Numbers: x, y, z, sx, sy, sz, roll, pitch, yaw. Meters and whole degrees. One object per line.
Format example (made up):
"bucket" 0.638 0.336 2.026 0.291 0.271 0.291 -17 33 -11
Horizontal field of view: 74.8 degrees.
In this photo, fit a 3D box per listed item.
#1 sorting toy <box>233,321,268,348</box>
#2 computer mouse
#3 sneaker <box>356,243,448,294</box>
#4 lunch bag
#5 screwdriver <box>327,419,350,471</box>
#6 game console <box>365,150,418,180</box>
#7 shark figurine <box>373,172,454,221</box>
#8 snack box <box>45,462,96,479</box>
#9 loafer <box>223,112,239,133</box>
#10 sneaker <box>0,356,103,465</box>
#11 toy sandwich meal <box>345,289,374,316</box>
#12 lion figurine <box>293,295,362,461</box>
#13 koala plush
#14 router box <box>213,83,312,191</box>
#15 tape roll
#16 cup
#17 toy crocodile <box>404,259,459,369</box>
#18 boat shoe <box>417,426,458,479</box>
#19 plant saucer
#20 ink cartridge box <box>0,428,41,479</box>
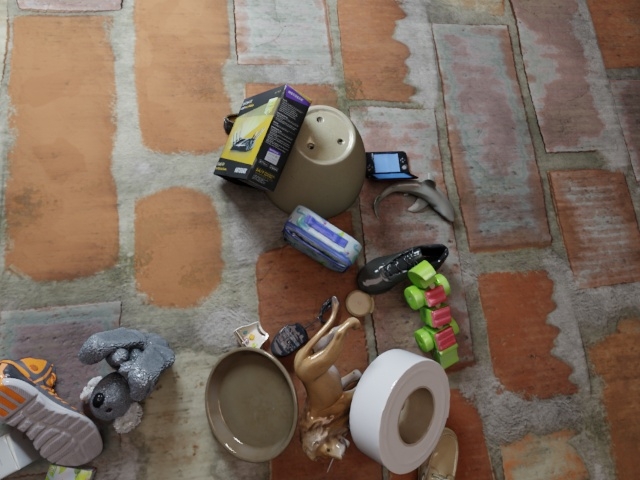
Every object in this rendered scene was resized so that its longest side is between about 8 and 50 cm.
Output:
"sorting toy" -0.185 0.263 1.146 0.075 0.045 0.083 -33 84 -22
"computer mouse" -0.039 0.241 1.179 0.242 0.041 0.071 -34 83 -21
"sneaker" 0.238 0.068 1.208 0.286 0.130 0.109 -22 76 -12
"lunch bag" 0.000 0.000 1.163 0.219 0.176 0.090 33 74 -1
"screwdriver" 0.052 0.540 1.129 0.025 0.024 0.170 38 75 -29
"game console" 0.216 -0.232 1.296 0.144 0.085 0.124 -3 78 -10
"shark figurine" 0.288 -0.154 1.278 0.278 0.116 0.166 4 75 -10
"snack box" -0.612 0.614 1.000 0.100 0.037 0.141 12 76 -4
"loafer" -0.209 -0.360 1.271 0.170 0.061 0.062 -12 78 -12
"sneaker" -0.644 0.390 1.005 0.124 0.180 0.321 -35 119 -13
"toy sandwich meal" 0.114 0.182 1.217 0.085 0.029 0.085 1 78 -4
"lion figurine" 0.009 0.354 1.051 0.240 0.142 0.392 -29 112 -23
"koala plush" -0.483 0.349 1.029 0.196 0.203 0.221 30 96 8
"router box" -0.165 -0.263 1.106 0.081 0.309 0.243 24 88 -30
"tape roll" 0.209 0.428 1.065 0.286 0.100 0.286 -5 97 -39
"cup" -0.010 -0.246 1.187 0.331 0.237 0.331 2 77 -8
"toy crocodile" 0.320 0.210 1.162 0.115 0.105 0.340 -21 106 -13
"boat shoe" 0.307 0.653 1.102 0.109 0.098 0.302 24 75 -3
"plant saucer" -0.171 0.406 1.050 0.278 0.041 0.278 -3 84 26
"ink cartridge box" -0.757 0.509 0.942 0.208 0.153 0.087 -27 83 -13
